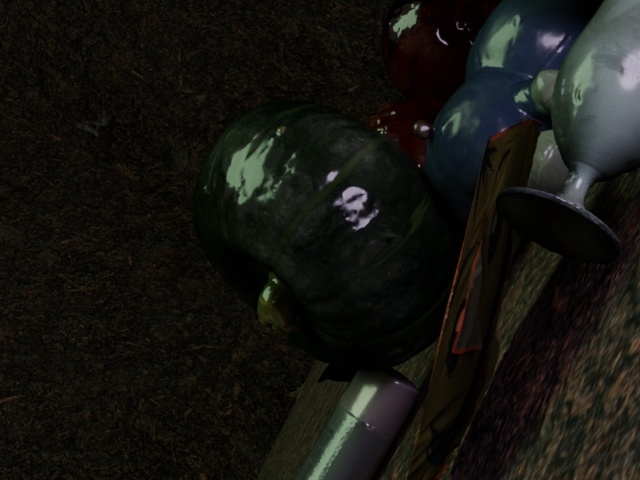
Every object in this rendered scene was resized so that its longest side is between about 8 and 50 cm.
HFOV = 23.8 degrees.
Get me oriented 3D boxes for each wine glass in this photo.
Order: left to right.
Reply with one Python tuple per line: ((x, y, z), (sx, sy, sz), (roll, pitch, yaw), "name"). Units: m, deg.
((0.198, -0.092, 1.014), (0.202, 0.093, 0.093), (-61, 0, -15), "wine glass")

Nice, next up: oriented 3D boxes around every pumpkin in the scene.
((0.000, 0.000, 1.528), (0.207, 0.300, 0.300), (-45, -3, -14), "pumpkin")

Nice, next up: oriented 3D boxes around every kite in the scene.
((0.111, 0.034, 1.067), (0.327, 0.013, 0.377), (83, -154, -54), "kite")

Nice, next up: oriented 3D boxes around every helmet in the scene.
((0.050, 0.172, 2.324), (0.098, 0.070, 0.123), (98, -167, -74), "helmet")

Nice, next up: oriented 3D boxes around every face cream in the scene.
((0.011, 0.251, 1.583), (0.269, 0.073, 0.107), (-61, 10, 1), "face cream")

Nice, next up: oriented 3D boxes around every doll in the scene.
((0.196, -0.129, 1.444), (0.258, 0.154, 0.228), (-53, -7, -28), "doll")

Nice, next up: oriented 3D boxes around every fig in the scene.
((0.169, -0.226, 1.828), (0.249, 0.203, 0.186), (127, 142, -80), "fig")

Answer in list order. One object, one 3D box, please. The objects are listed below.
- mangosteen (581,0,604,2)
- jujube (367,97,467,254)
((0.275, -0.318, 1.362), (0.289, 0.231, 0.231), (14, -70, -51), "mangosteen")
((0.107, -0.038, 1.734), (0.213, 0.213, 0.232), (-61, -4, -55), "jujube")
